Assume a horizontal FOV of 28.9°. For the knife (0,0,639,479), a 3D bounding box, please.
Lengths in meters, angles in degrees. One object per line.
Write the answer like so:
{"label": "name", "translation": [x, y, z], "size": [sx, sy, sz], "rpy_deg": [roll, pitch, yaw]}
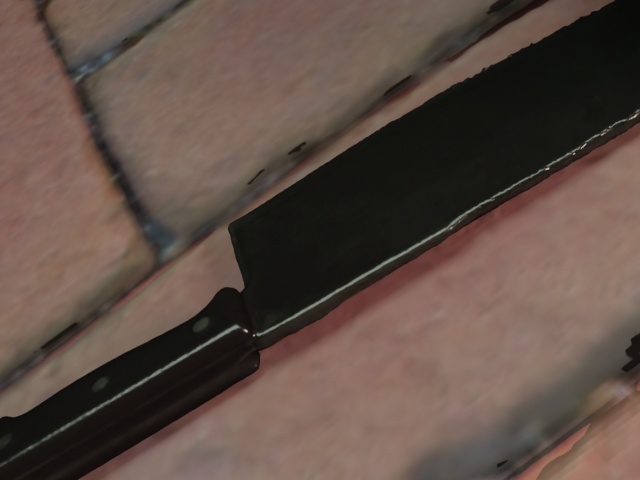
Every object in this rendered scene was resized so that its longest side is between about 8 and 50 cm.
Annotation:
{"label": "knife", "translation": [0.000, 0.000, 0.374], "size": [0.245, 0.019, 0.072], "rpy_deg": [-31, 31, 3]}
